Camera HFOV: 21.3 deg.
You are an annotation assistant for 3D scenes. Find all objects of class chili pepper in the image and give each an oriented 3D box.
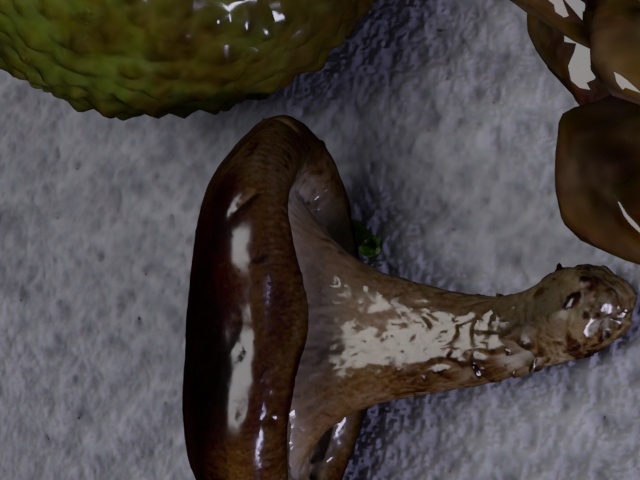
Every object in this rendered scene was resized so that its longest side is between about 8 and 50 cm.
[{"bbox_3d":[-0.001,0.000,0.938,0.083,0.017,0.030,3,86,40],"label":"chili pepper"}]

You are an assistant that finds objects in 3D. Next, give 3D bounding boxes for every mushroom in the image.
[{"bbox_3d":[0.044,0.056,0.834,0.217,0.148,0.227,4,101,21],"label":"mushroom"}]

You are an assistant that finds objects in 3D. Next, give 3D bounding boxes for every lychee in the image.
[{"bbox_3d":[-0.081,-0.192,0.887,0.320,0.270,0.270,149,124,-76],"label":"lychee"}]

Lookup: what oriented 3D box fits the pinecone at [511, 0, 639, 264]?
[{"bbox_3d":[0.251,-0.088,0.513,0.384,0.384,0.384,-8,77,40],"label":"pinecone"}]
